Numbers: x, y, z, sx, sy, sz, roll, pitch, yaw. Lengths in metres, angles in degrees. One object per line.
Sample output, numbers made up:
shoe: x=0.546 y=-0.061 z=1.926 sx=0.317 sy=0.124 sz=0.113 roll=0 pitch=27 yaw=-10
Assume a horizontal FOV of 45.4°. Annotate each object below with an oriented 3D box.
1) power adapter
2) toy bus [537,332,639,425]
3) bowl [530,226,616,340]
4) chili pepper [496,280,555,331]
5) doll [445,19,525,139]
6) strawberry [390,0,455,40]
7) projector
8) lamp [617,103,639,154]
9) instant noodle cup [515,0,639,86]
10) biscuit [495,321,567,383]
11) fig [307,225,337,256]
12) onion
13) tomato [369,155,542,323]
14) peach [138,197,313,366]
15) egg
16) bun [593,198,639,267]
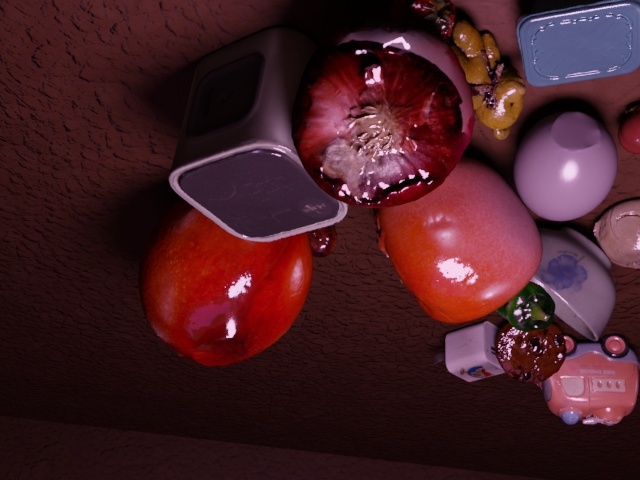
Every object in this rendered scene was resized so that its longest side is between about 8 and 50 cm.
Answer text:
power adapter: x=0.412 y=0.321 z=2.141 sx=0.130 sy=0.125 sz=0.204 roll=28 pitch=141 yaw=-33
toy bus: x=0.738 y=0.396 z=2.115 sx=0.287 sy=0.232 sz=0.194 roll=-2 pitch=151 yaw=9
bowl: x=0.526 y=0.066 z=1.638 sx=0.146 sy=0.289 sz=0.289 roll=-48 pitch=133 yaw=2
chili pepper: x=0.400 y=0.114 z=1.586 sx=0.099 sy=0.270 sz=0.136 roll=-42 pitch=109 yaw=4
doll: x=0.265 y=-0.258 z=1.215 sx=0.097 sy=0.137 sz=0.209 roll=11 pitch=165 yaw=46
strawberry: x=0.149 y=-0.339 z=1.151 sx=0.106 sy=0.106 sz=0.106 roll=4 pitch=148 yaw=3
projector: x=-0.088 y=-0.172 z=1.310 sx=0.248 sy=0.249 sz=0.248 roll=-14 pitch=143 yaw=31
lamp: x=0.564 y=-0.192 z=1.318 sx=0.101 sy=0.090 sz=0.101 roll=-29 pitch=168 yaw=-6
instant noodle cup: x=0.394 y=-0.316 z=1.165 sx=0.179 sy=0.070 sz=0.157 roll=-6 pitch=148 yaw=18
biscuit: x=0.559 y=0.290 z=2.034 sx=0.191 sy=0.192 sz=0.049 roll=5 pitch=-171 yaw=2
fig: x=0.000 y=0.000 z=1.750 sx=0.088 sy=0.089 sz=0.125 roll=1 pitch=172 yaw=8
onion: x=0.087 y=-0.185 z=1.135 sx=0.271 sy=0.272 sz=0.195 roll=7 pitch=-176 yaw=-1
tomato: x=0.260 y=-0.020 z=1.453 sx=0.272 sy=0.342 sz=0.341 roll=-26 pitch=140 yaw=13
peach: x=-0.201 y=0.077 z=1.587 sx=0.387 sy=0.389 sz=0.388 roll=4 pitch=148 yaw=3
egg: x=0.434 y=-0.126 z=1.365 sx=0.176 sy=0.176 sz=0.232 roll=-1 pitch=155 yaw=11
bun: x=0.663 y=-0.003 z=1.583 sx=0.166 sy=0.114 sz=0.173 roll=28 pitch=140 yaw=-30
